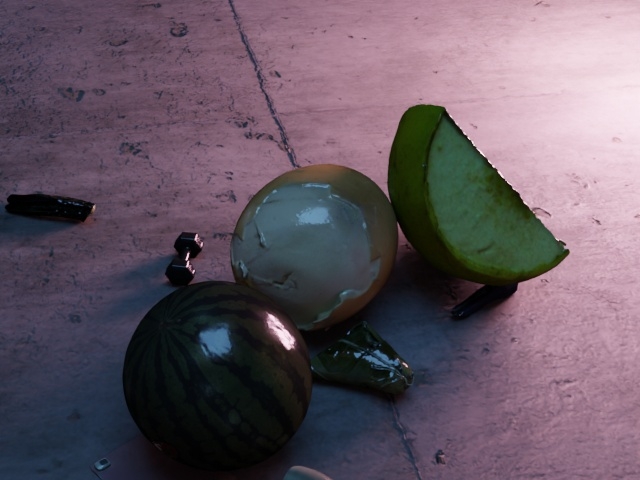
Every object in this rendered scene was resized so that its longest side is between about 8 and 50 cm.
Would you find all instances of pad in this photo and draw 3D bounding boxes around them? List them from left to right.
[{"bbox_3d":[-0.154,0.273,1.218,0.113,0.006,0.188,-29,50,-35],"label":"pad"}]

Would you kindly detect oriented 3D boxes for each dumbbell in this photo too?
[{"bbox_3d":[-0.184,0.025,1.498,0.040,0.036,0.083,7,39,2],"label":"dumbbell"}]

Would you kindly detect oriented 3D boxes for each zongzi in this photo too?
[{"bbox_3d":[0.043,0.165,1.341,0.119,0.055,0.109,-31,51,-21],"label":"zongzi"}]

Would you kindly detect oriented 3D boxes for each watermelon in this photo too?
[{"bbox_3d":[-0.111,0.151,1.216,0.212,0.212,0.212,3,39,-2],"label":"watermelon"}]

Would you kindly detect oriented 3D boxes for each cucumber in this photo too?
[{"bbox_3d":[-0.385,-0.050,1.573,0.135,0.034,0.033,8,44,5],"label":"cucumber"}]

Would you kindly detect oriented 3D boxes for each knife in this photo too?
[{"bbox_3d":[0.221,0.078,1.490,0.121,0.018,0.031,-29,48,-32],"label":"knife"}]

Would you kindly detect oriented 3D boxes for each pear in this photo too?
[{"bbox_3d":[0.161,-0.044,1.501,0.139,0.288,0.239,-47,21,-5],"label":"pear"}]

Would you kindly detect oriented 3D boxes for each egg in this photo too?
[{"bbox_3d":[0.000,0.000,1.422,0.201,0.201,0.244,20,32,18],"label":"egg"}]

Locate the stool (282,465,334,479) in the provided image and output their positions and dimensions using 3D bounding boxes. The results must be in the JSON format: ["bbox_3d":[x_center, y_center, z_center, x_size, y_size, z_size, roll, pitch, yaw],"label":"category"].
[{"bbox_3d":[0.015,0.347,1.003,0.199,0.195,0.195,22,42,26],"label":"stool"}]
